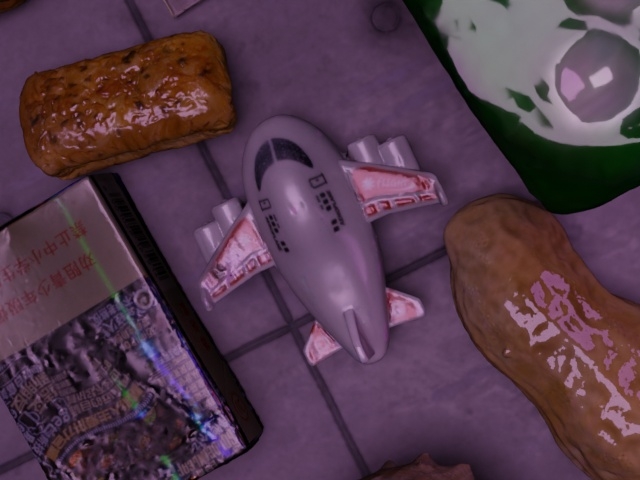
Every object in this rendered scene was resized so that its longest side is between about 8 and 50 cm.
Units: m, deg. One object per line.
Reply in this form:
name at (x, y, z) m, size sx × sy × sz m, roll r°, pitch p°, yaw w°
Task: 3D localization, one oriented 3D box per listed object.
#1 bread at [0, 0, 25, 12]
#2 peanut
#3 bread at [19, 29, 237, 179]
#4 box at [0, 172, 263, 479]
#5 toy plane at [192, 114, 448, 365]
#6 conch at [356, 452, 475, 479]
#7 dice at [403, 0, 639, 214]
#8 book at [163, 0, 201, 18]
bread at (-0.420, -0.263, 1.310) m, size 0.271 × 0.077 × 0.139 m, roll -20°, pitch 87°, yaw 9°
peanut at (0.227, 0.092, 1.194) m, size 0.149 × 0.149 × 0.313 m, roll -44°, pitch 84°, yaw 10°
bread at (-0.185, -0.132, 1.268) m, size 0.211 × 0.083 × 0.114 m, roll -15°, pitch 68°, yaw 7°
box at (-0.218, 0.110, 1.298) m, size 0.198 × 0.084 × 0.310 m, roll -30°, pitch 88°, yaw 10°
toy plane at (0.001, 0.000, 1.238) m, size 0.252 × 0.118 × 0.252 m, roll 0°, pitch 91°, yaw 9°
conch at (0.064, 0.346, 1.215) m, size 0.324 × 0.186 × 0.263 m, roll -25°, pitch 103°, yaw -15°
dice at (0.239, -0.214, 1.094) m, size 0.297 × 0.287 × 0.300 m, roll -34°, pitch 89°, yaw 11°
book at (-0.099, -0.317, 1.277) m, size 0.181 × 0.014 × 0.127 m, roll -30°, pitch 88°, yaw 14°
